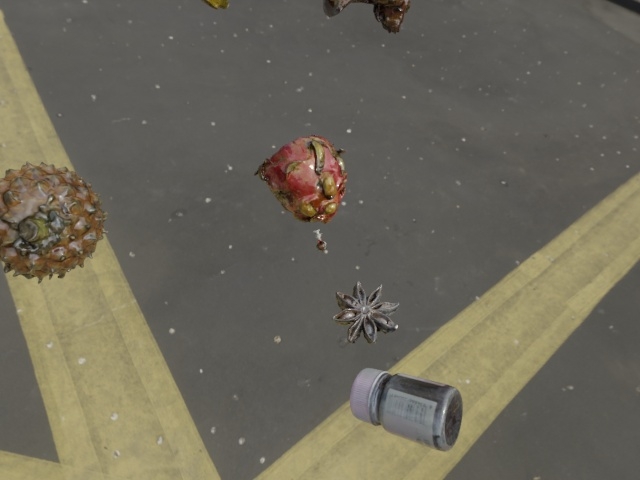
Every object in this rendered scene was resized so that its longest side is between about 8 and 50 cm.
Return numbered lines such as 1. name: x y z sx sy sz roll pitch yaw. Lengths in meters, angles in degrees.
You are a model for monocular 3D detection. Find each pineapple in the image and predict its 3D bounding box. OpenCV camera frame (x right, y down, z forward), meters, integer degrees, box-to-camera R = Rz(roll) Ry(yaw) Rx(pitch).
1. pineapple: -0.375 -0.023 0.551 0.167 0.166 0.193 -12 16 -24

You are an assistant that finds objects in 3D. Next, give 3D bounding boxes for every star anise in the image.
1. star anise: 0.150 0.263 1.426 0.236 0.108 0.223 -25 60 -25
2. star anise: 0.115 -0.555 0.867 0.148 0.237 0.346 18 49 30

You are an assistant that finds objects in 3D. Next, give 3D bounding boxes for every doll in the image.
1. doll: -0.002 -0.001 1.562 0.040 0.085 0.058 -17 24 13

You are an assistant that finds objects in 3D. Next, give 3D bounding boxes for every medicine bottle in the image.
1. medicine bottle: 0.233 0.453 1.119 0.274 0.165 0.165 2 37 39

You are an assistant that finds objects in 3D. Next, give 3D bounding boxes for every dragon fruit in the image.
1. dragon fruit: -0.024 -0.193 1.431 0.315 0.296 0.262 -30 72 10

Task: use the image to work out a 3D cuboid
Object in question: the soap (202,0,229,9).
1. soap: -0.308 -0.674 0.874 0.305 0.169 0.338 35 12 -21
